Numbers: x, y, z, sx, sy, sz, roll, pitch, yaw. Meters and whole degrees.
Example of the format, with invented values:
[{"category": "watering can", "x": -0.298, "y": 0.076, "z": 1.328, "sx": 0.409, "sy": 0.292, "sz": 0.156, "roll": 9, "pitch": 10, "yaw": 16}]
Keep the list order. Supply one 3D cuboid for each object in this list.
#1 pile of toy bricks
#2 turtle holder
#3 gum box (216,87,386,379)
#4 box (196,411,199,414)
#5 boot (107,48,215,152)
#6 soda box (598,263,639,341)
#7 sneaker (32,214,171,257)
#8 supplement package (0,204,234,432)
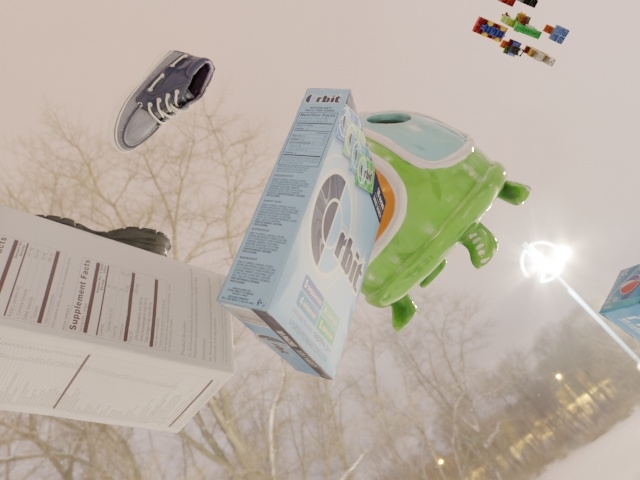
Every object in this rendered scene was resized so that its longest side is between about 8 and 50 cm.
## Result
[{"category": "pile of toy bricks", "x": 0.431, "y": -0.471, "z": 1.103, "sx": 0.212, "sy": 0.105, "sz": 0.118, "roll": 14, "pitch": -57, "yaw": -17}, {"category": "turtle holder", "x": 0.120, "y": -0.069, "z": 0.665, "sx": 0.320, "sy": 0.227, "sz": 0.243, "roll": -45, "pitch": -6, "yaw": -26}, {"category": "gum box", "x": 0.000, "y": 0.000, "z": 0.411, "sx": 0.157, "sy": 0.041, "sz": 0.184, "roll": 59, "pitch": -135, "yaw": -55}, {"category": "box", "x": -0.290, "y": 0.190, "z": 0.802, "sx": 0.184, "sy": 0.191, "sz": 0.045, "roll": 5, "pitch": -56, "yaw": -26}, {"category": "boot", "x": -0.240, "y": -0.209, "z": 0.762, "sx": 0.190, "sy": 0.086, "sz": 0.069, "roll": -63, "pitch": -30, "yaw": -13}, {"category": "soda box", "x": 0.422, "y": 0.110, "z": 0.543, "sx": 0.067, "sy": 0.210, "sz": 0.071, "roll": -52, "pitch": -6, "yaw": -17}, {"category": "sneaker", "x": -0.359, "y": 0.041, "z": 0.746, "sx": 0.286, "sy": 0.130, "sz": 0.109, "roll": 5, "pitch": -24, "yaw": -33}, {"category": "supplement package", "x": -0.229, "y": 0.090, "z": 0.514, "sx": 0.244, "sy": 0.134, "sz": 0.139, "roll": 23, "pitch": -55, "yaw": -31}]
